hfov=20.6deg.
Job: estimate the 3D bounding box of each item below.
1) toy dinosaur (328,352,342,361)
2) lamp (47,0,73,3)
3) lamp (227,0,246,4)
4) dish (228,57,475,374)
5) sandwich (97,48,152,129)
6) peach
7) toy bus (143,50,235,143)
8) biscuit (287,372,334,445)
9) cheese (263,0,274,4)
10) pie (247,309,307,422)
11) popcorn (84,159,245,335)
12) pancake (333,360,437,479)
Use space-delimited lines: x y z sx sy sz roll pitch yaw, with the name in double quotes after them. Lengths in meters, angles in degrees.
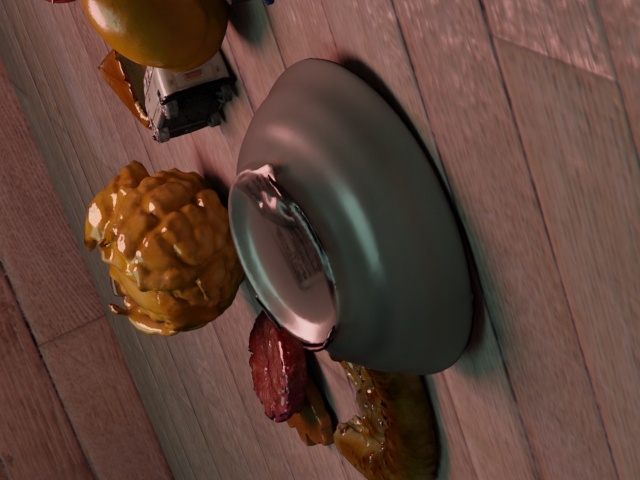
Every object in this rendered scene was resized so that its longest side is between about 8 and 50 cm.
-0.010 0.017 1.824 0.188 0.075 0.248 48 164 57 "toy dinosaur"
-0.293 -0.364 2.036 0.182 0.140 0.182 4 -90 -69 "lamp"
-0.096 -0.257 1.691 0.121 0.054 0.041 47 158 50 "lamp"
0.000 0.000 1.564 0.316 0.106 0.316 43 147 38 "dish"
-0.214 -0.189 2.185 0.113 0.079 0.163 67 165 -4 "sandwich"
-0.169 -0.249 1.781 0.179 0.103 0.179 44 -153 -30 "peach"
-0.157 -0.174 2.007 0.194 0.087 0.089 128 122 -75 "toy bus"
-0.026 0.204 2.292 0.133 0.027 0.184 69 164 2 "biscuit"
-0.080 -0.331 1.439 0.204 0.083 0.320 54 162 37 "cheese"
-0.055 0.157 2.228 0.154 0.036 0.154 173 90 -68 "pie"
-0.195 0.009 2.248 0.250 0.190 0.250 53 155 38 "popcorn"
0.056 0.182 1.901 0.197 0.054 0.376 60 164 21 "pancake"
